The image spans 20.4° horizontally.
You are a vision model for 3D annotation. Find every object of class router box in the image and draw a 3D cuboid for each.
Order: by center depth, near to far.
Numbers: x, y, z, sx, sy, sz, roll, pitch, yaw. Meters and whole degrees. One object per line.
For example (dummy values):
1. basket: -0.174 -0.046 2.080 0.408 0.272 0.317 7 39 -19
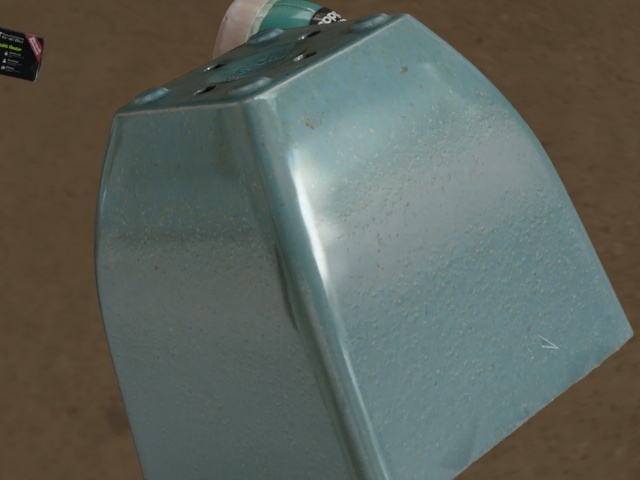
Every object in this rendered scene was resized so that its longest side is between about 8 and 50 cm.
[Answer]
1. router box: -0.294 -0.161 1.407 0.092 0.122 0.038 19 96 47

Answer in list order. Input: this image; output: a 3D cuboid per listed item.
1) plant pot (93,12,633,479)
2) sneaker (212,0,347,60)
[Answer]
1. plant pot: 0.000 0.000 1.123 0.248 0.247 0.252 0 116 50
2. sneaker: -0.019 -0.033 1.350 0.121 0.108 0.302 16 120 23
